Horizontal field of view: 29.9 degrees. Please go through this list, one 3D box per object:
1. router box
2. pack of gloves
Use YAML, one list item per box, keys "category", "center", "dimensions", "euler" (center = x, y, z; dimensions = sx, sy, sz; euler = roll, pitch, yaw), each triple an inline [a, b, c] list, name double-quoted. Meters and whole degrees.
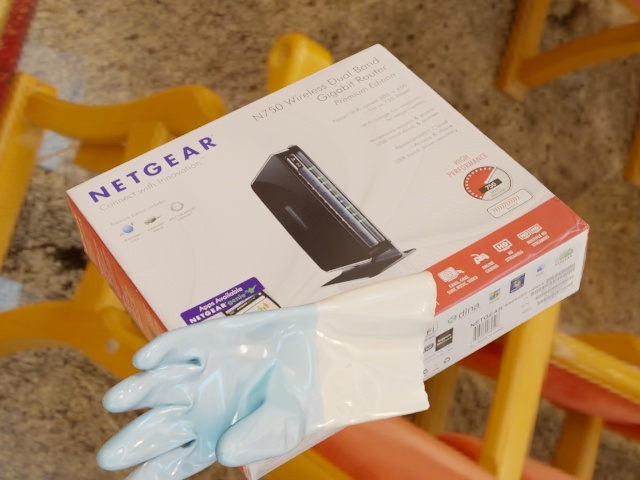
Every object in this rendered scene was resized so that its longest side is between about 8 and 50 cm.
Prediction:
- category: "router box"
  center: [0.000, 0.000, 1.023]
  dimensions: [0.336, 0.301, 0.082]
  euler: [-28, 142, -19]
- category: "pack of gloves"
  center: [-0.008, 0.129, 0.592]
  dimensions: [0.232, 0.046, 0.195]
  euler: [-10, 103, -44]
